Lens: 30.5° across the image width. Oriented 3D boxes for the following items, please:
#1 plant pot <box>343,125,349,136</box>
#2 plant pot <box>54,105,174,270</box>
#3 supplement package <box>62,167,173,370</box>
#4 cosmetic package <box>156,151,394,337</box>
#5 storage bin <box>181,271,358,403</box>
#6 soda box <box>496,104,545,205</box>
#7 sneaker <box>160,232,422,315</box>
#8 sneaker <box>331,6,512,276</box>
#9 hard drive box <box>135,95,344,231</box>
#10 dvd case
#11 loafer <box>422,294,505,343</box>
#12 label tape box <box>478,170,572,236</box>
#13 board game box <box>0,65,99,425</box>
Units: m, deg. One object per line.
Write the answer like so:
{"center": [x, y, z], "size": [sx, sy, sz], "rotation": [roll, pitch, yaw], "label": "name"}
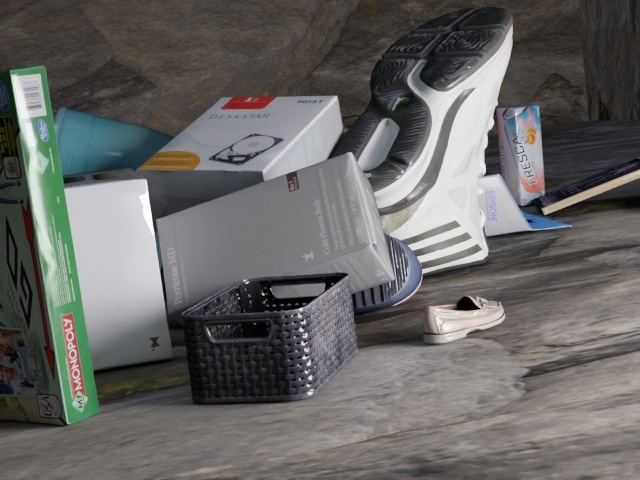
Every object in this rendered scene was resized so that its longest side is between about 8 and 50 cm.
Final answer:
{"center": [0.013, -0.131, 1.881], "size": [0.109, 0.109, 0.096], "rotation": [-45, 27, -21], "label": "plant pot"}
{"center": [-0.253, -0.039, 1.651], "size": [0.255, 0.271, 0.271], "rotation": [6, 6, -8], "label": "plant pot"}
{"center": [-0.289, 0.030, 1.334], "size": [0.199, 0.198, 0.263], "rotation": [-9, 8, -12], "label": "supplement package"}
{"center": [-0.051, 0.010, 1.284], "size": [0.238, 0.127, 0.107], "rotation": [-19, -29, 9], "label": "cosmetic package"}
{"center": [-0.044, 0.090, 1.124], "size": [0.122, 0.084, 0.180], "rotation": [-4, 8, 18], "label": "storage bin"}
{"center": [0.369, -0.156, 2.161], "size": [0.058, 0.183, 0.063], "rotation": [-11, 10, -26], "label": "soda box"}
{"center": [-0.032, 0.051, 1.404], "size": [0.319, 0.112, 0.131], "rotation": [-1, -7, 21], "label": "sneaker"}
{"center": [0.170, -0.123, 1.648], "size": [0.169, 0.257, 0.447], "rotation": [4, 44, 34], "label": "sneaker"}
{"center": [-0.095, -0.100, 1.496], "size": [0.181, 0.089, 0.232], "rotation": [2, 29, 24], "label": "hard drive box"}
{"center": [0.484, -0.099, 2.042], "size": [0.221, 0.018, 0.164], "rotation": [-22, 4, 8], "label": "dvd case"}
{"center": [0.151, 0.075, 1.220], "size": [0.045, 0.039, 0.125], "rotation": [0, 10, 42], "label": "loafer"}
{"center": [0.205, -0.062, 1.913], "size": [0.334, 0.105, 0.240], "rotation": [-8, 9, -9], "label": "label tape box"}
{"center": [-0.319, 0.008, 1.090], "size": [0.214, 0.317, 0.046], "rotation": [-2, 10, 33], "label": "board game box"}
